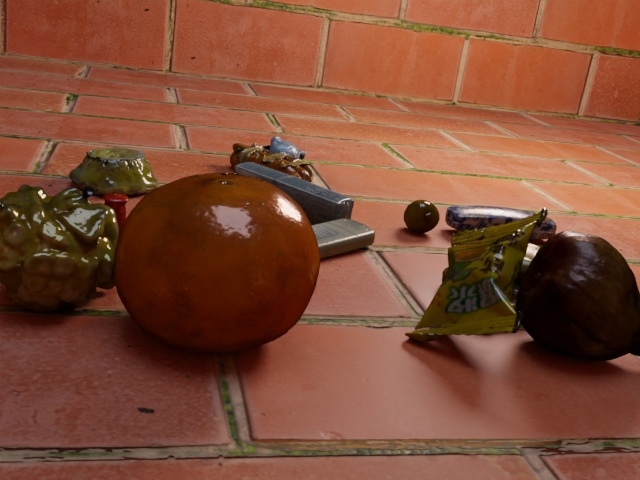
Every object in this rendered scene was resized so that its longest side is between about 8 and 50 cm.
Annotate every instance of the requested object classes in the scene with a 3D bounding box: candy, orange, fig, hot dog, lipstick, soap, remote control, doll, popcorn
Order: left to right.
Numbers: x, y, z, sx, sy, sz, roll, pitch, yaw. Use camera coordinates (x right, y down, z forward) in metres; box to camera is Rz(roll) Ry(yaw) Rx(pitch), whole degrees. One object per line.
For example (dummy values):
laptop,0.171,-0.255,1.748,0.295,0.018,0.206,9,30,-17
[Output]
popcorn,-0.375,0.003,1.082,0.189,0.170,0.218,2,27,-15
orange,-0.139,0.026,1.041,0.283,0.226,0.284,3,21,-1
hot dog,-0.129,-0.187,1.879,0.269,0.072,0.109,23,22,34
doll,-0.133,-0.247,2.035,0.179,0.075,0.120,20,19,28
lipstick,-0.062,-0.096,1.636,0.289,0.076,0.077,21,21,31
remote control,0.000,0.000,1.449,0.098,0.038,0.233,24,25,39
fig,0.213,-0.052,1.641,0.073,0.074,0.088,0,5,-24
candy,0.252,0.057,1.187,0.187,0.081,0.297,-16,25,37
soap,0.359,0.036,1.359,0.088,0.045,0.140,14,19,20
fig,0.437,0.113,1.132,0.290,0.191,0.190,31,26,19

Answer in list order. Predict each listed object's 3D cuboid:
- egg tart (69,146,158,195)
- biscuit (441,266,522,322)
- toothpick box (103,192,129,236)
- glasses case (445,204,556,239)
egg tart,-0.447,-0.154,1.641,0.197,0.078,0.197,6,18,-2
biscuit,0.331,0.080,1.358,0.319,0.047,0.183,-5,26,-37
toothpick box,-0.362,-0.041,1.342,0.047,0.083,0.047,7,18,-2
glasses case,0.401,-0.040,1.688,0.247,0.065,0.087,5,22,-12
